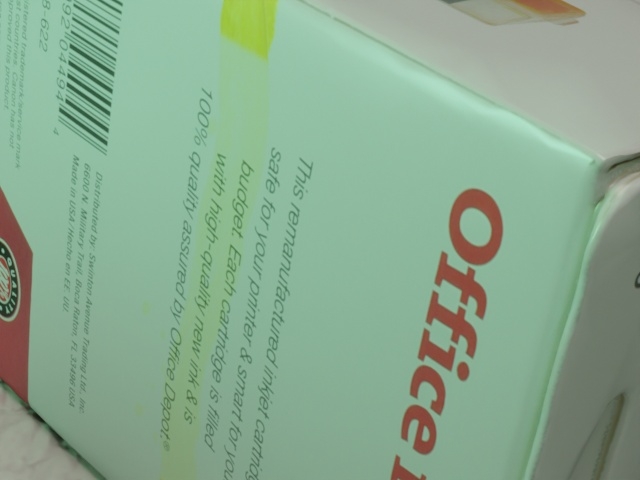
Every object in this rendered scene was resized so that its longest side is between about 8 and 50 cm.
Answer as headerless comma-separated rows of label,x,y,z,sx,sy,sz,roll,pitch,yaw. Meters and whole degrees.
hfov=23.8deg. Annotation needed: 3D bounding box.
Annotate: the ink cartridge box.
ink cartridge box,0.000,0.000,0.677,0.160,0.279,0.385,-15,37,-39
